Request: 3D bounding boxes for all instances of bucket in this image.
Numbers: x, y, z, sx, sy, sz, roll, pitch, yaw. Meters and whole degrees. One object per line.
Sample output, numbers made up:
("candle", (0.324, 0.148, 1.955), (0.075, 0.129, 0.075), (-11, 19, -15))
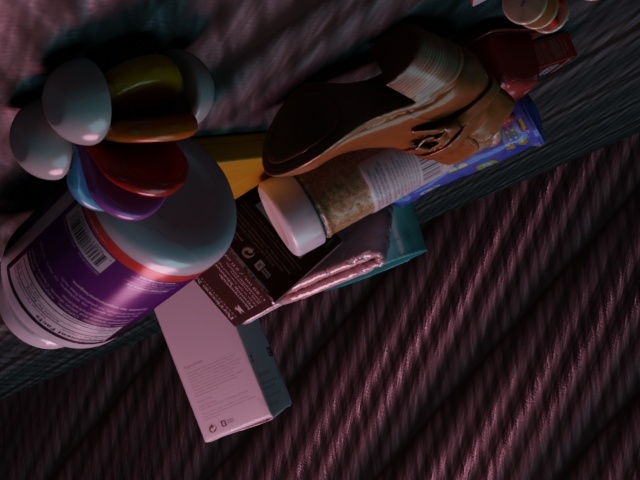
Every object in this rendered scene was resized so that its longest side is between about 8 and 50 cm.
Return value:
("bucket", (0.085, -0.017, 2.142), (0.281, 0.183, 0.281), (-21, 173, -3))

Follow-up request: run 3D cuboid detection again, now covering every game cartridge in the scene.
("game cartridge", (-0.219, -0.064, 1.399), (0.324, 0.052, 0.285), (-30, 170, 36))

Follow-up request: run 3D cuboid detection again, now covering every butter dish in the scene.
("butter dish", (0.223, -0.207, 1.332), (0.160, 0.118, 0.160), (-28, 171, 40))

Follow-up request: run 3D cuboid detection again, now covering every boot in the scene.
("boot", (0.085, -0.143, 1.243), (0.283, 0.109, 0.220), (-39, 144, 26))

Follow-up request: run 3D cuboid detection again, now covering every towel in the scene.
("towel", (0.000, 0.000, 1.877), (0.317, 0.053, 0.332), (-24, -154, 22))

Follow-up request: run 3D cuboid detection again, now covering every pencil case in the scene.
("pencil case", (0.236, -0.162, 1.733), (0.306, 0.119, 0.133), (-24, 166, 21))

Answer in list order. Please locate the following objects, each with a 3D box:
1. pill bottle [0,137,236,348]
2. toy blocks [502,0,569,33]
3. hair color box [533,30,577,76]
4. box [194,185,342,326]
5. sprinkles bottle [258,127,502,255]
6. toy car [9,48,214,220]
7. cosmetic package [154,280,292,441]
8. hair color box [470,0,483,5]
("pill bottle", (-0.254, 0.012, 1.178), (0.181, 0.181, 0.323), (-15, 165, -48))
("toy blocks", (0.292, -0.288, 1.173), (0.123, 0.054, 0.148), (-25, 173, 28))
("hair color box", (0.298, -0.260, 1.475), (0.141, 0.043, 0.072), (-19, 174, -16))
("box", (-0.105, 0.013, 1.634), (0.167, 0.168, 0.203), (-42, -176, -27))
("sprinkles bottle", (0.088, -0.111, 1.455), (0.355, 0.121, 0.121), (-29, 175, -9))
("toy car", (-0.179, -0.088, 0.912), (0.159, 0.136, 0.182), (-16, 172, -42))
("cosmetic package", (-0.213, 0.198, 2.057), (0.156, 0.385, 0.217), (-22, 176, 8))
("hair color box", (0.170, -0.275, 0.896), (0.093, 0.053, 0.167), (-24, 172, 5))
